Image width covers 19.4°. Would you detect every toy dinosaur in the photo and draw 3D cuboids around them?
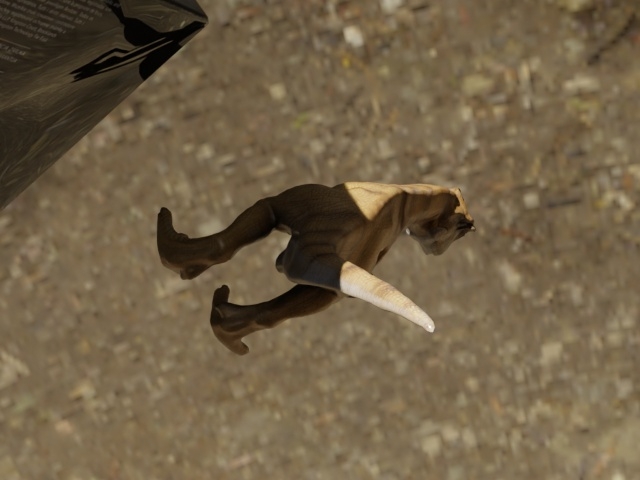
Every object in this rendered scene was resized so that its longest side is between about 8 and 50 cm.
[{"bbox_3d":[0.000,0.000,0.659,0.112,0.064,0.211,-22,4,18],"label":"toy dinosaur"}]

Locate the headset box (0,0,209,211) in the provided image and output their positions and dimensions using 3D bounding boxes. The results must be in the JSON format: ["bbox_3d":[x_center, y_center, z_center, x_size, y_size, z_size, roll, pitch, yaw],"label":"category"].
[{"bbox_3d":[-0.188,-0.150,0.480,0.110,0.218,0.293,-40,71,15],"label":"headset box"}]
